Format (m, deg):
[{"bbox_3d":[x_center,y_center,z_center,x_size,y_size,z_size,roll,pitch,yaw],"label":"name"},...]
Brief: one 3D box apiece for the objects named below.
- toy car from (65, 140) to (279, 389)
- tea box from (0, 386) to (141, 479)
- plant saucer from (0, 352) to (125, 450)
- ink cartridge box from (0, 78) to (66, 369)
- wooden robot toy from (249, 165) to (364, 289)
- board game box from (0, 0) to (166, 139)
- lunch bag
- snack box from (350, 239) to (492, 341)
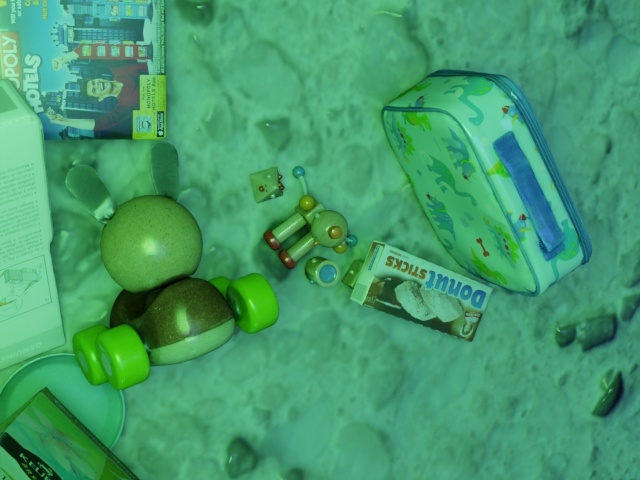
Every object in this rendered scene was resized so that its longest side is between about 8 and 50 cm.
[{"bbox_3d":[-0.151,0.014,0.882,0.155,0.149,0.188,-22,96,-28],"label":"toy car"},{"bbox_3d":[-0.263,0.313,0.720,0.329,0.323,0.220,-44,97,-4],"label":"tea box"},{"bbox_3d":[-0.242,0.159,0.925,0.119,0.021,0.119,-3,99,-22],"label":"plant saucer"},{"bbox_3d":[-0.359,0.031,0.790,0.296,0.066,0.261,-22,141,-28],"label":"ink cartridge box"},{"bbox_3d":[0.000,0.000,0.967,0.076,0.079,0.173,-43,111,-11],"label":"wooden robot toy"},{"bbox_3d":[-0.232,-0.184,0.854,0.194,0.060,0.194,-2,99,-21],"label":"board game box"},{"bbox_3d":[0.162,-0.056,0.971,0.090,0.176,0.219,-35,109,-13],"label":"lunch bag"},{"bbox_3d":[0.106,0.054,1.021,0.178,0.022,0.064,21,90,-42],"label":"snack box"}]
